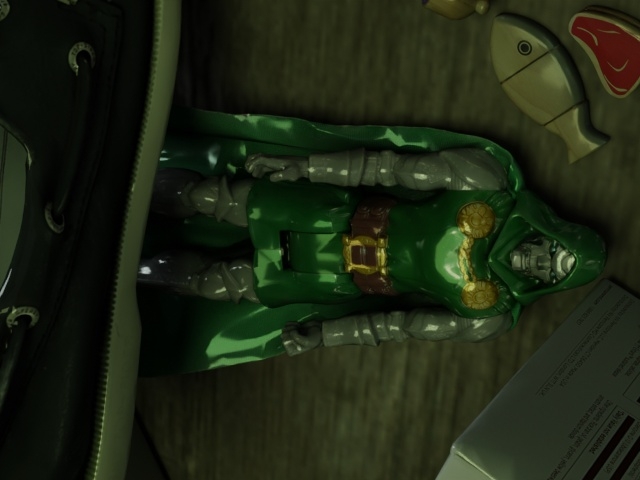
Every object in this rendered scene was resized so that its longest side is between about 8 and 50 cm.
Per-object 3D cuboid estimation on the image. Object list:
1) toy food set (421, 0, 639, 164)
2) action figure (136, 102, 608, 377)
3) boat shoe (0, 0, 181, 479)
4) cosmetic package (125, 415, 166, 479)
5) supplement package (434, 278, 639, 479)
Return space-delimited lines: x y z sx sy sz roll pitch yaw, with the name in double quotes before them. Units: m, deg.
"toy food set" 0.074 -0.091 0.535 0.122 0.019 0.078 50 127 3
"action figure" 0.000 0.000 0.598 0.232 0.063 0.137 1 108 27
"boat shoe" -0.138 -0.042 0.571 0.127 0.113 0.340 7 93 34
"cosmetic package" -0.178 0.063 0.707 0.127 0.107 0.238 -16 104 35
"supplement package" 0.120 0.163 0.537 0.203 0.149 0.194 34 124 14
